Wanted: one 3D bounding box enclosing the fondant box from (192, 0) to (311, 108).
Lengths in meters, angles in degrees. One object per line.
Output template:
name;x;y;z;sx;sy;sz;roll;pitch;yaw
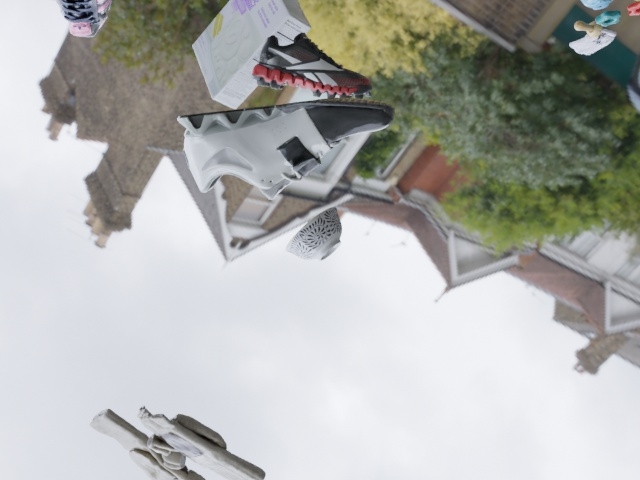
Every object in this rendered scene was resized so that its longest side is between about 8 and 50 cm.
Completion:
fondant box;-0.200;-0.568;1.993;0.096;0.330;0.238;18;-140;-47

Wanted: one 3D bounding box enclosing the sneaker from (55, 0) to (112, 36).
sneaker;-0.427;-0.436;1.287;0.112;0.131;0.319;6;-169;-9

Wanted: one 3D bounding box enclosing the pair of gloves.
pair of gloves;-0.220;0.314;1.051;0.204;0.240;0.042;46;-132;-23

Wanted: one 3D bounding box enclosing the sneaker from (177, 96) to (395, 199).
sneaker;-0.045;-0.141;1.098;0.122;0.331;0.146;-48;-49;-75

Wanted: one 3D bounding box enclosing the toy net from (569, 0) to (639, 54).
toy net;0.505;-0.398;1.260;0.232;0.122;0.045;40;-136;-74

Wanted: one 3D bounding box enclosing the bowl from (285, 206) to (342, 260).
bowl;0.000;0.000;1.824;0.080;0.170;0.170;50;-155;12

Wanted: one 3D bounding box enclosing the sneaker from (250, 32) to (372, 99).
sneaker;-0.013;-0.392;1.604;0.276;0.135;0.097;12;-168;0
